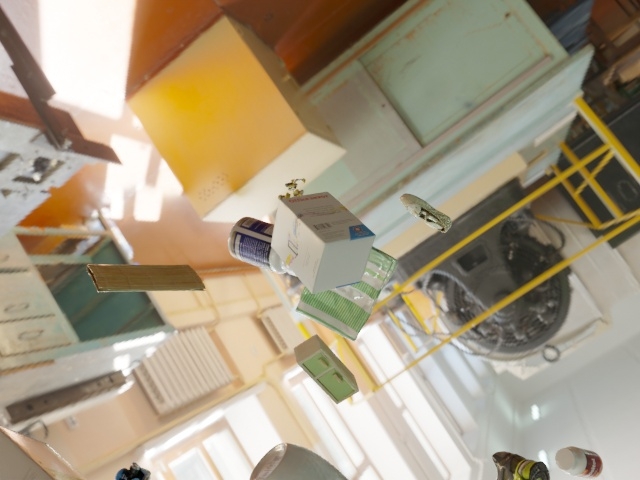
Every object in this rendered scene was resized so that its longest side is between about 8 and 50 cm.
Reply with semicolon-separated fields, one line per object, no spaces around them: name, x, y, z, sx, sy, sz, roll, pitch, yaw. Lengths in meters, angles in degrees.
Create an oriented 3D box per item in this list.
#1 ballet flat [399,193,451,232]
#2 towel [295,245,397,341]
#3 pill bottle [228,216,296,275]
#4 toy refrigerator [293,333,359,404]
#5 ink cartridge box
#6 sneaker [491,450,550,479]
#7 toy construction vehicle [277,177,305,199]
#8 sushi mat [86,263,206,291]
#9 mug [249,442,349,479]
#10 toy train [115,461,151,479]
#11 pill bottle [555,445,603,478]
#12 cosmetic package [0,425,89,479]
ballet flat;0.298;-0.078;1.857;0.052;0.168;0.057;-59;175;-36
towel;0.081;0.150;2.156;0.325;0.248;0.038;-65;175;17
pill bottle;-0.164;0.023;2.169;0.153;0.265;0.153;-37;136;-46
toy refrigerator;0.024;0.464;2.315;0.102;0.269;0.094;-32;-148;8
ink cartridge box;0.000;0.000;1.789;0.171;0.232;0.168;-10;130;-34
sneaker;0.461;0.614;1.519;0.111;0.300;0.121;-17;-155;-31
toy construction vehicle;-0.103;-0.180;2.306;0.098;0.035;0.086;-11;-138;30
sushi mat;-0.504;0.110;1.897;0.316;0.151;0.019;2;113;-32
mug;-0.071;0.812;2.077;0.276;0.328;0.374;-47;-170;-21
toy train;-0.543;0.715;1.828;0.105;0.080;0.184;30;85;-58
pill bottle;0.780;0.671;1.969;0.152;0.086;0.086;22;133;-35
cosmetic package;-0.732;0.636;1.671;0.155;0.365;0.197;-59;140;-15
